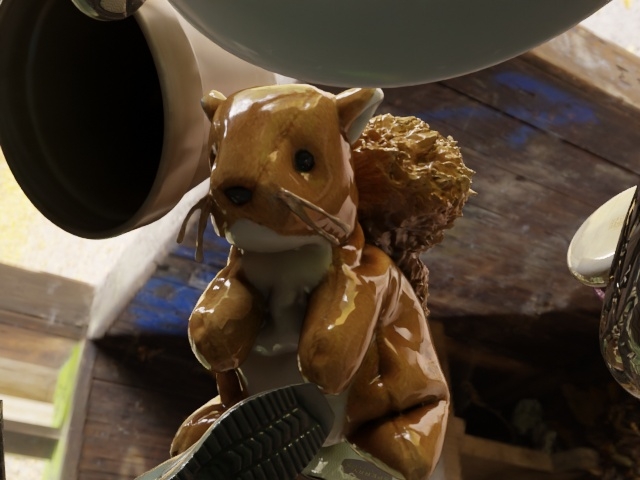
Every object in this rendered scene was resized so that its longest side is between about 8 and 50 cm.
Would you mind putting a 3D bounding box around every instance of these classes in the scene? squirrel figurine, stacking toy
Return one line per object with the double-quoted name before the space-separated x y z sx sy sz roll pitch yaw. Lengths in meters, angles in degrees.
"squirrel figurine" 0.000 0.000 0.865 0.281 0.370 0.397 0 27 28
"stacking toy" 0.412 0.098 0.867 0.141 0.330 0.141 -41 12 10

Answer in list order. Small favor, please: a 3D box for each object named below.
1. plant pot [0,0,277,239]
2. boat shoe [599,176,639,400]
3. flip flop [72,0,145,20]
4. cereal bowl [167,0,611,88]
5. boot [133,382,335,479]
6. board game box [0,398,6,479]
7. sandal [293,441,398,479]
"plant pot" -0.213 -0.190 1.060 0.323 0.280 0.323 11 110 32
"boat shoe" 0.228 -0.088 0.356 0.132 0.130 0.355 31 -103 -77
"flip flop" -0.165 -0.322 0.741 0.080 0.112 0.277 11 75 35
"cereal bowl" 0.053 -0.248 0.460 0.339 0.339 0.141 -44 45 43
"boot" -0.094 0.187 0.703 0.077 0.198 0.137 62 155 -3
"board game box" -0.357 0.208 0.758 0.186 0.126 0.026 108 157 -43
"sandal" -0.020 0.272 1.073 0.086 0.302 0.120 89 -167 -52
